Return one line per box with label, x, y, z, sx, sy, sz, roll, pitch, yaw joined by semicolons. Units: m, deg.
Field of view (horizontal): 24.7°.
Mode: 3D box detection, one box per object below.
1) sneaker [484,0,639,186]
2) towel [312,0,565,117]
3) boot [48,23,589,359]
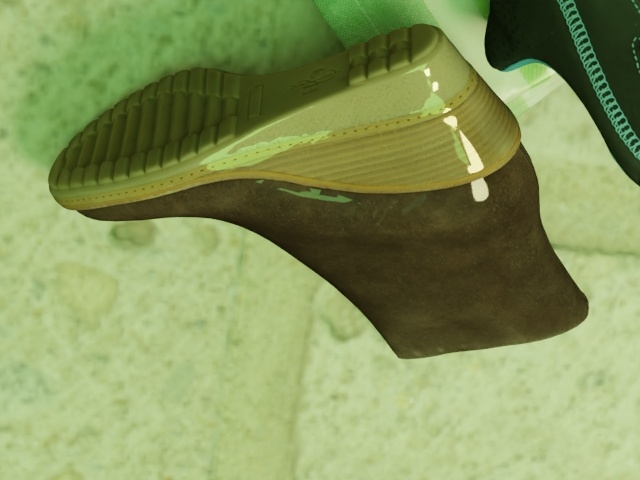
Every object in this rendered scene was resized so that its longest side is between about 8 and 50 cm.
sneaker;0.214;-0.066;0.650;0.125;0.341;0.139;-15;137;-40
towel;0.127;-0.218;0.745;0.325;0.038;0.248;-32;109;8
boot;0.000;0.000;0.782;0.248;0.090;0.207;-13;130;23
